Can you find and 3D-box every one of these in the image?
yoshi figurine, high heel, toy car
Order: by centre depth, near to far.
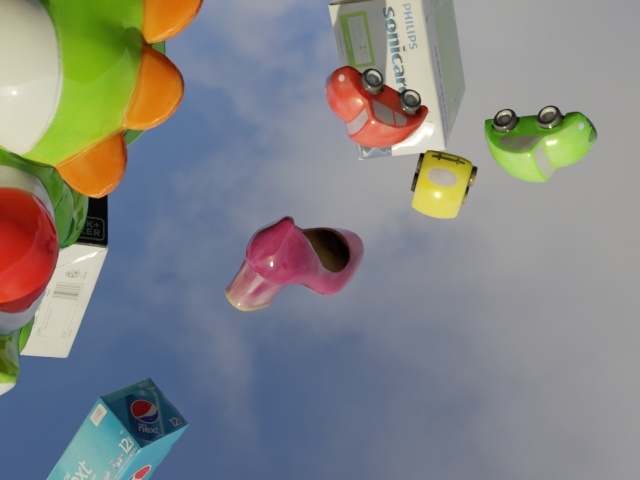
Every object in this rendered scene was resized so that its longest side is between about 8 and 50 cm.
[{"bbox_3d":[-0.203,-0.053,0.458,0.362,0.203,0.203,-56,-168,6],"label":"yoshi figurine"},{"bbox_3d":[0.140,-0.082,0.796,0.224,0.239,0.053,0,-117,36],"label":"toy car"},{"bbox_3d":[0.000,0.000,0.926,0.244,0.117,0.082,-12,-123,-52],"label":"high heel"}]

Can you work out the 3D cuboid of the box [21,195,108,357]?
[{"bbox_3d":[-0.235,-0.070,0.709,0.087,0.169,0.290,8,-127,-23],"label":"box"}]

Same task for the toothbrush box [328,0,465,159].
[{"bbox_3d":[0.117,-0.259,1.175,0.122,0.206,0.283,-6,-156,17],"label":"toothbrush box"}]

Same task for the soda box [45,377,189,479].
[{"bbox_3d":[-0.221,0.237,0.860,0.067,0.210,0.071,46,-152,17],"label":"soda box"}]
